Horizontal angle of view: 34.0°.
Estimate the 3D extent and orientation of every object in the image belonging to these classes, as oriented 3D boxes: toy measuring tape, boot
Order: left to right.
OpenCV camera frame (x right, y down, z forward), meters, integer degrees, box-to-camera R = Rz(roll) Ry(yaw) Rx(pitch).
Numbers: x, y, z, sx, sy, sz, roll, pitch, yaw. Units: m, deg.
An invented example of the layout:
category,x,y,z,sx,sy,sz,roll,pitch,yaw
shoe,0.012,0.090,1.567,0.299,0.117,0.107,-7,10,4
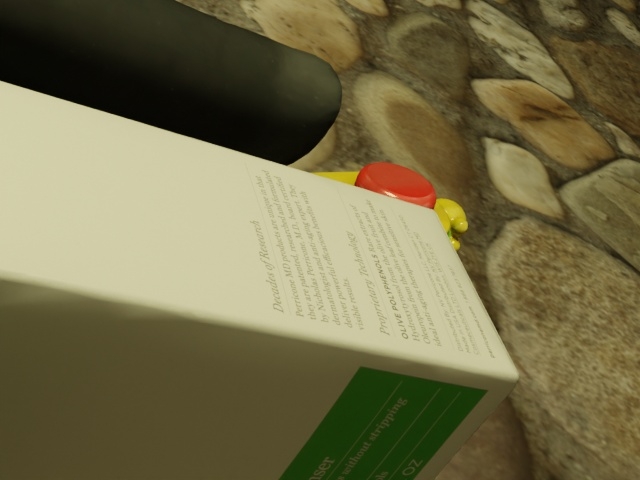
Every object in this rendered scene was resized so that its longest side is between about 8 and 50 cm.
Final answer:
category,x,y,z,sx,sy,sz,roll,pitch,yaw
boot,-0.154,-0.133,0.634,0.445,0.146,0.367,23,-7,-43
toy measuring tape,0.000,0.000,0.843,0.330,0.121,0.121,-4,46,-36

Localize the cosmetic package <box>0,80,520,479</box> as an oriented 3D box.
category,x,y,z,sx,sy,sz,roll,pitch,yaw
cosmetic package,-0.106,0.054,0.572,0.365,0.197,0.155,13,36,-29
